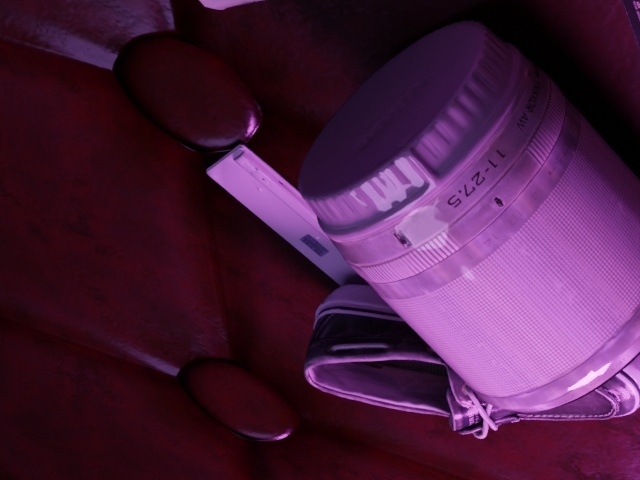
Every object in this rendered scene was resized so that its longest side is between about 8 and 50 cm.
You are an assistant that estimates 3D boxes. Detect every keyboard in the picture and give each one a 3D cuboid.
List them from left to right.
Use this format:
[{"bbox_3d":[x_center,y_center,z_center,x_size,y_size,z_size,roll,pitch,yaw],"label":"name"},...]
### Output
[{"bbox_3d":[0.000,0.000,1.751,0.256,0.014,0.072,40,149,-14],"label":"keyboard"}]

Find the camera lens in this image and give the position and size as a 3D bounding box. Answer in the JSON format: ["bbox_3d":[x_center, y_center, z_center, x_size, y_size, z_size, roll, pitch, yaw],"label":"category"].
[{"bbox_3d":[0.144,-0.013,1.443,0.274,0.219,0.219,45,143,-20],"label":"camera lens"}]

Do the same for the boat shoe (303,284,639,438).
[{"bbox_3d":[0.145,0.135,1.704,0.335,0.119,0.121,8,138,18],"label":"boat shoe"}]

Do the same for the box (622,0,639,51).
[{"bbox_3d":[0.286,-0.151,1.231,0.077,0.147,0.180,2,136,34],"label":"box"}]

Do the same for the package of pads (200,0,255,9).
[{"bbox_3d":[-0.095,-0.309,1.311,0.296,0.101,0.229,49,159,-23],"label":"package of pads"}]
